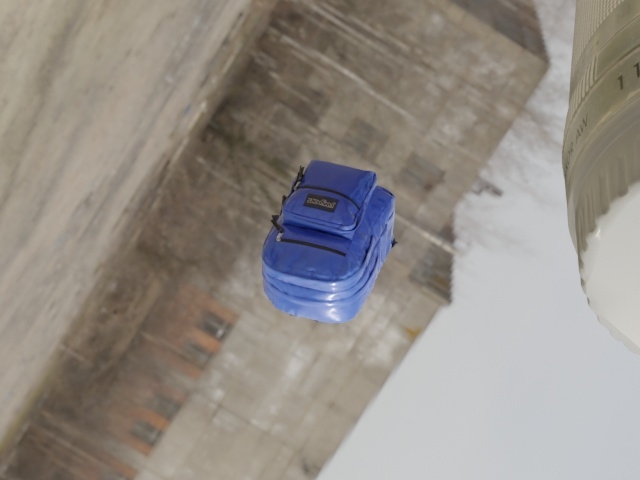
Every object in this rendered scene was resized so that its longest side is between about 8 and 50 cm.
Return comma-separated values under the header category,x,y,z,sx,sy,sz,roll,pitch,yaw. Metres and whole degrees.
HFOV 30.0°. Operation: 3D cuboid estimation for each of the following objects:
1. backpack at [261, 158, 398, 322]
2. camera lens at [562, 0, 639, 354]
category,x,y,z,sx,sy,sz,roll,pitch,yaw
backpack,0.000,0.000,0.979,0.101,0.098,0.120,80,27,-47
camera lens,0.237,-0.089,0.598,0.219,0.219,0.274,128,-20,-51
